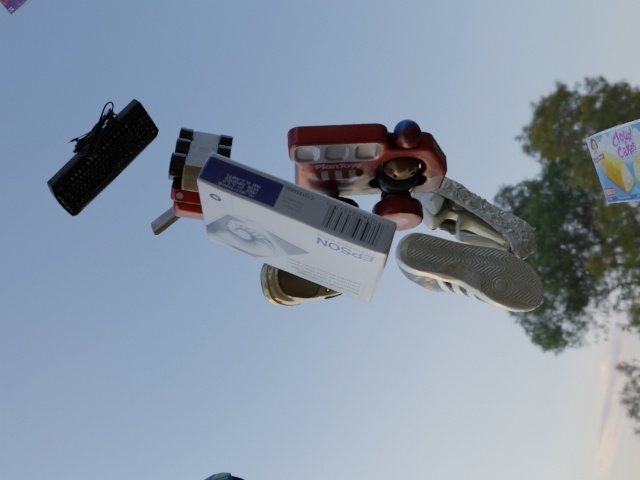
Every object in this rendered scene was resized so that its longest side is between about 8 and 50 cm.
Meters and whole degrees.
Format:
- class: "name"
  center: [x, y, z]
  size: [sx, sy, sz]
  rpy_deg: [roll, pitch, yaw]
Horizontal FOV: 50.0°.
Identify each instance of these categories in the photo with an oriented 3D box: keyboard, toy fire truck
- class: "keyboard"
  center: [-0.321, -0.127, 1.020]
  size: [0.192, 0.038, 0.100]
  rpy_deg: [-51, -40, -18]
- class: "toy fire truck"
  center: [0.091, -0.139, 1.291]
  size: [0.254, 0.302, 0.169]
  rpy_deg: [92, 176, -69]
- class: "toy fire truck"
  center: [-0.288, -0.099, 1.493]
  size: [0.217, 0.158, 0.246]
  rpy_deg: [-96, 17, -60]

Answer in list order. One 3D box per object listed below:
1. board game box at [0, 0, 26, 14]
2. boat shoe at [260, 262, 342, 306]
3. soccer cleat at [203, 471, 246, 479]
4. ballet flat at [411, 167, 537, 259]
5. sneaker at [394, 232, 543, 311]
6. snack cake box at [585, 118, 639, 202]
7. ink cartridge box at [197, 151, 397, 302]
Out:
- class: "board game box"
  center: [-0.420, -0.551, 1.259]
  size: [0.056, 0.208, 0.347]
  rpy_deg: [50, -130, -21]
- class: "boat shoe"
  center: [0.007, 0.062, 1.312]
  size: [0.302, 0.098, 0.109]
  rpy_deg: [-2, -97, -53]
- class: "soccer cleat"
  center: [-0.197, 0.656, 1.704]
  size: [0.289, 0.121, 0.093]
  rpy_deg: [56, -173, -45]
- class: "ballet flat"
  center: [0.348, -0.061, 1.737]
  size: [0.147, 0.408, 0.147]
  rpy_deg: [-53, -20, -29]
- class: "sneaker"
  center: [0.345, 0.081, 1.621]
  size: [0.148, 0.350, 0.131]
  rpy_deg: [84, -151, -71]
- class: "snack cake box"
  center: [0.641, -0.164, 1.354]
  size: [0.264, 0.089, 0.152]
  rpy_deg: [-177, 65, -87]
- class: "ink cartridge box"
  center: [-0.032, 0.004, 0.820]
  size: [0.224, 0.223, 0.045]
  rpy_deg: [95, -163, -66]
